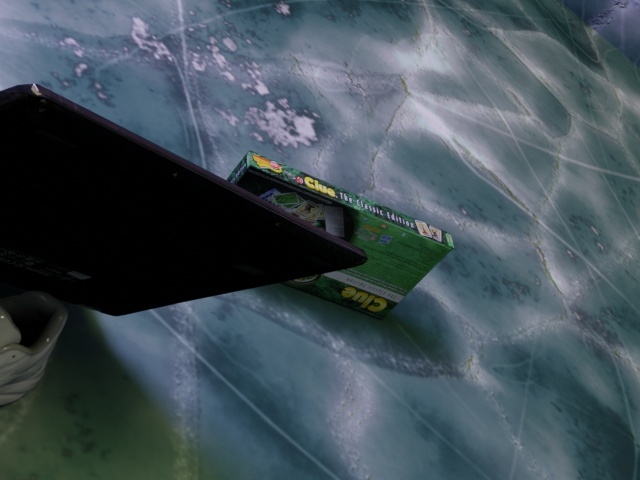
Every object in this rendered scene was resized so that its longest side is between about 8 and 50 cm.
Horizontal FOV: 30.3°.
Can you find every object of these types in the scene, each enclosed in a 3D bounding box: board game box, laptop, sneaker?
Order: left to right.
[{"bbox_3d":[-0.284,0.091,0.894,0.090,0.115,0.232,46,34,6],"label":"sneaker"},{"bbox_3d":[-0.235,-0.097,0.913,0.382,0.407,0.236,25,58,-56],"label":"laptop"},{"bbox_3d":[0.000,0.000,1.259,0.259,0.136,0.030,22,37,-28],"label":"board game box"}]
